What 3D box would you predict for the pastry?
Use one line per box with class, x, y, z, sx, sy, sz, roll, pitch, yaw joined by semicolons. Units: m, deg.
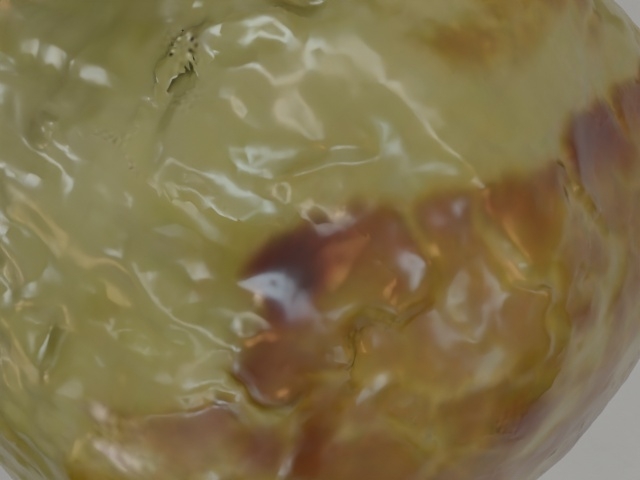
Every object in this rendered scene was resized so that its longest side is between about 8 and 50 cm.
pastry;0.000;0.000;0.582;0.312;0.388;0.388;34;93;21
